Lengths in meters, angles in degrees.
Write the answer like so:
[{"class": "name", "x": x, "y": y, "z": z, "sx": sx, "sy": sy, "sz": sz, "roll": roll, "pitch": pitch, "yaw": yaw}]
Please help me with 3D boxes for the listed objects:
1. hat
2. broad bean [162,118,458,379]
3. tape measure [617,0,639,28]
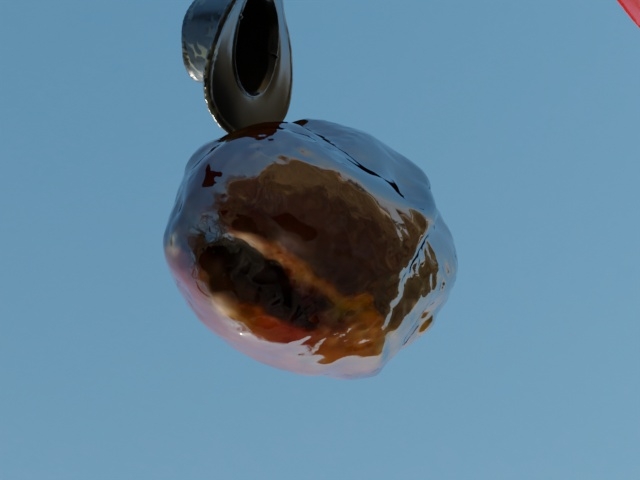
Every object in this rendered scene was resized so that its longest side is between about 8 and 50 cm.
[{"class": "hat", "x": -0.052, "y": -0.120, "z": 0.923, "sx": 0.121, "sy": 0.050, "sz": 0.121, "roll": 8, "pitch": -90, "yaw": -70}, {"class": "broad bean", "x": -0.003, "y": 0.001, "z": 0.856, "sx": 0.122, "sy": 0.156, "sz": 0.228, "roll": -57, "pitch": -11, "yaw": 12}, {"class": "tape measure", "x": 0.170, "y": -0.141, "z": 0.455, "sx": 0.260, "sy": 0.253, "sz": 0.114, "roll": 40, "pitch": -159, "yaw": 8}]
